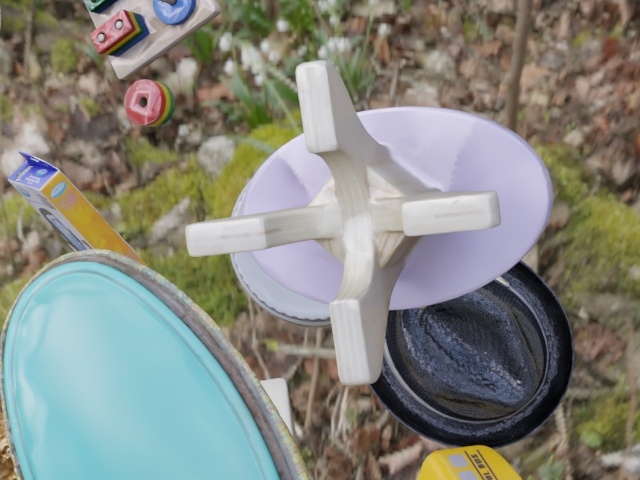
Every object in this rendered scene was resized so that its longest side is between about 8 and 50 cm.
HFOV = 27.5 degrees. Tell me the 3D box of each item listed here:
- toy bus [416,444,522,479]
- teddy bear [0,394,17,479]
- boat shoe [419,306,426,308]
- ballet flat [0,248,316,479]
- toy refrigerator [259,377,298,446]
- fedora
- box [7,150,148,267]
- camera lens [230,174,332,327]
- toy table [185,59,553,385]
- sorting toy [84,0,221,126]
[{"bbox_3d":[0.255,0.421,1.731,0.130,0.108,0.332,-1,36,-27],"label":"toy bus"},{"bbox_3d":[-0.224,0.116,0.706,0.338,0.245,0.113,14,67,-23],"label":"teddy bear"},{"bbox_3d":[0.131,0.020,1.537,0.056,0.048,0.153,37,38,-3],"label":"boat shoe"},{"bbox_3d":[-0.023,0.159,0.559,0.123,0.123,0.348,-32,70,-14],"label":"ballet flat"},{"bbox_3d":[-0.054,0.243,1.006,0.094,0.102,0.269,-9,43,-1],"label":"toy refrigerator"},{"bbox_3d":[0.208,0.153,1.884,0.334,0.152,0.334,0,90,4],"label":"fedora"},{"bbox_3d":[-0.214,-0.020,1.125,0.028,0.136,0.081,-50,30,-16],"label":"box"},{"bbox_3d":[0.000,0.000,1.668,0.219,0.274,0.219,0,88,4],"label":"camera lens"},{"bbox_3d":[0.039,-0.022,1.074,0.274,0.161,0.252,-18,91,21],"label":"toy table"},{"bbox_3d":[-0.186,-0.257,1.291,0.132,0.046,0.274,-30,76,24],"label":"sorting toy"}]
